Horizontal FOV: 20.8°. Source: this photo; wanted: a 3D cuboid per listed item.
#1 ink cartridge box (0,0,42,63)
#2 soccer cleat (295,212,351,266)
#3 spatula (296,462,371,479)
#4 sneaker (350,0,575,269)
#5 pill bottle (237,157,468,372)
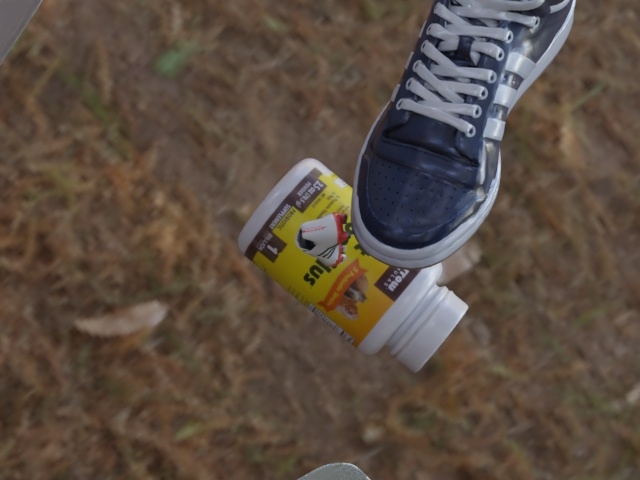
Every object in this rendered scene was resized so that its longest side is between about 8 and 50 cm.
[{"bbox_3d":[-0.195,-0.263,0.988,0.198,0.197,0.270,32,61,-12],"label":"ink cartridge box"},{"bbox_3d":[0.000,0.000,1.183,0.035,0.083,0.029,-7,78,-5],"label":"soccer cleat"},{"bbox_3d":[-0.022,0.175,0.755,0.019,0.168,0.242,63,4,37],"label":"spatula"},{"bbox_3d":[0.100,-0.124,1.165,0.099,0.153,0.282,23,60,13],"label":"sneaker"},{"bbox_3d":[0.034,0.028,1.678,0.215,0.117,0.117,39,47,3],"label":"pill bottle"}]
